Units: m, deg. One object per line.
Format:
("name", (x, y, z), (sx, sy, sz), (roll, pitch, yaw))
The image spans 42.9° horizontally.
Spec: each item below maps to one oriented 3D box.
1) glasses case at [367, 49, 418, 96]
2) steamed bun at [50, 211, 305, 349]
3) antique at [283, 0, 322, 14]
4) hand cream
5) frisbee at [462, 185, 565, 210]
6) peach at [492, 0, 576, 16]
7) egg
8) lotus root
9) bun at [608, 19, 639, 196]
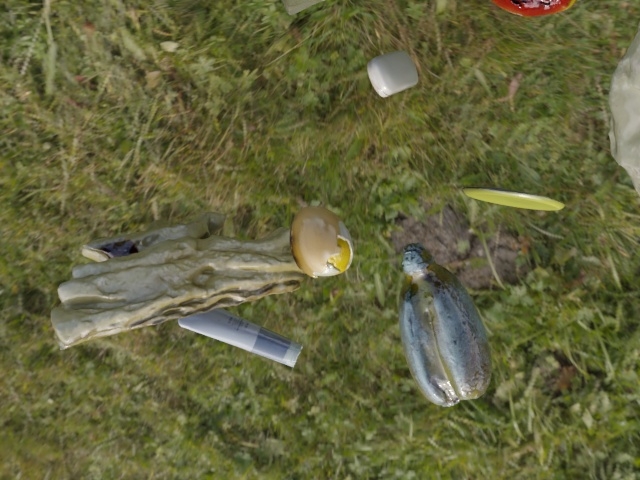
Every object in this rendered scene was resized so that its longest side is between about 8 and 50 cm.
("glasses case", (0.145, -0.332, 1.616), (0.051, 0.204, 0.081), (-23, 94, 29))
("steamed bun", (-0.244, 0.043, 1.328), (0.427, 0.247, 0.189), (-13, 82, -28))
("antique", (-0.036, -0.558, 1.619), (0.150, 0.284, 0.125), (-23, 91, 7))
("hand cream", (-0.160, 0.183, 1.639), (0.255, 0.079, 0.048), (21, 133, 4))
("frisbee", (0.445, -0.096, 1.888), (0.235, 0.236, 0.017), (10, 89, -1))
("peach", (0.310, -0.398, 1.211), (0.172, 0.092, 0.127), (12, 121, 28))
("egg", (0.000, 0.000, 0.933), (0.071, 0.071, 0.083), (-14, 101, 6))
("lotus root", (0.227, 0.154, 1.549), (0.158, 0.140, 0.322), (-14, 92, 32))
("bun", (0.454, -0.148, 0.841), (0.359, 0.211, 0.360), (-4, 101, -21))
